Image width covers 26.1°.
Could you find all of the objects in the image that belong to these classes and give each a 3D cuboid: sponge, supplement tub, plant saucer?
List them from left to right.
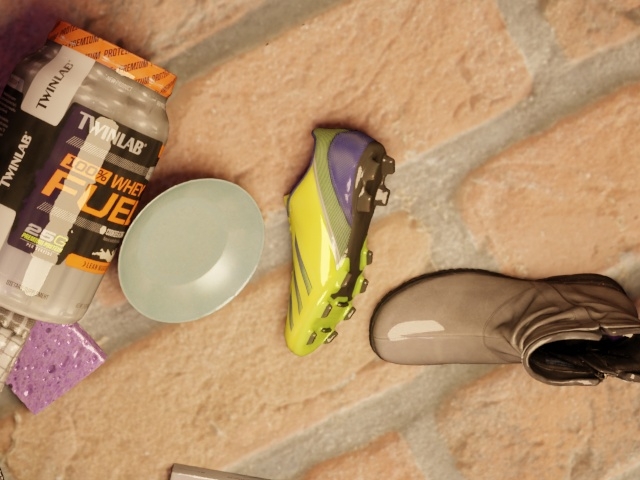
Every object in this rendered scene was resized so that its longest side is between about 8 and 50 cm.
[{"bbox_3d":[-0.378,0.105,1.718,0.117,0.031,0.210,-38,101,8],"label":"sponge"},{"bbox_3d":[-0.298,-0.079,1.584,0.194,0.193,0.316,25,93,-6],"label":"supplement tub"},{"bbox_3d":[-0.161,0.007,1.668,0.195,0.037,0.195,-16,123,-26],"label":"plant saucer"}]

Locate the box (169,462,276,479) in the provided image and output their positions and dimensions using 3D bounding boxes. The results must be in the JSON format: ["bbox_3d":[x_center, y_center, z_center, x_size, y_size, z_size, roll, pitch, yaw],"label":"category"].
[{"bbox_3d":[-0.136,0.391,1.781,0.145,0.038,0.186,11,101,-3],"label":"box"}]

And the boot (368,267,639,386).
[{"bbox_3d":[0.228,0.108,1.632,0.338,0.222,0.118,-9,103,1],"label":"boot"}]

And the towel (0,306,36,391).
[{"bbox_3d":[-0.504,0.156,1.662,0.235,0.121,0.283,29,113,-11],"label":"towel"}]

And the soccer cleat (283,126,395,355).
[{"bbox_3d":[0.001,-0.001,1.687,0.121,0.093,0.289,24,108,25],"label":"soccer cleat"}]

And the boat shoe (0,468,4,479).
[{"bbox_3d":[-0.352,0.377,1.701,0.158,0.127,0.340,-4,132,-5],"label":"boat shoe"}]
